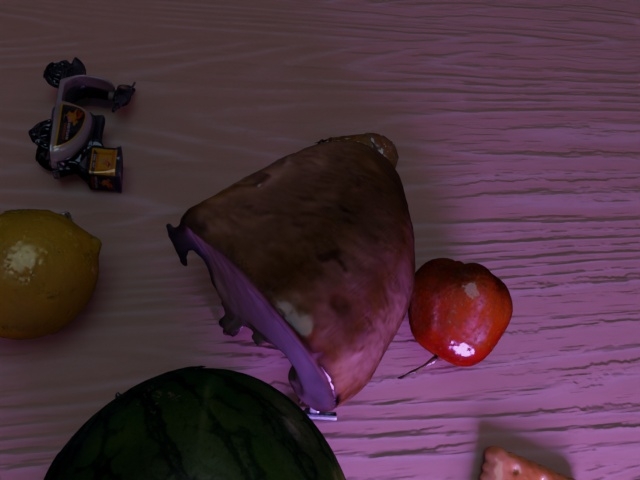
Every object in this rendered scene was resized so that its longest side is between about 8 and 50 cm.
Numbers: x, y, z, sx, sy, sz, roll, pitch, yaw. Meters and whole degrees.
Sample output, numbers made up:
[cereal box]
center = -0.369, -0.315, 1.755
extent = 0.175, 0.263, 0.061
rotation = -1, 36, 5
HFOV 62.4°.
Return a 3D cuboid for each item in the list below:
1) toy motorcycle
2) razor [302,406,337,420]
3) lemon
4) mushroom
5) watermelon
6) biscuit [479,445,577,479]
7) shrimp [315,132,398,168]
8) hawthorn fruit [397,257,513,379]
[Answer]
[toy motorcycle]
center = -0.415, -0.214, 0.931
extent = 0.157, 0.091, 0.263
rotation = 3, 63, -18
[razor]
center = -0.005, 0.176, 0.815
extent = 0.068, 0.037, 0.191
rotation = 6, 61, -5
[lemon]
center = -0.409, 0.049, 0.738
extent = 0.173, 0.173, 0.206
rotation = 35, 73, 10
[mushroom]
center = 0.040, 0.009, 0.784
extent = 0.397, 0.225, 0.313
rotation = -35, 48, -28
[watermelon]
center = -0.124, 0.309, 0.548
extent = 0.362, 0.363, 0.364
rotation = 4, 61, -8
[biscuit]
center = 0.281, 0.431, 0.730
extent = 0.160, 0.030, 0.250
rotation = 23, 60, 3
[shrimp]
center = 0.063, -0.162, 1.019
extent = 0.180, 0.041, 0.099
rotation = 2, 76, -10
[hawthorn fruit]
center = 0.204, 0.133, 0.820
extent = 0.162, 0.163, 0.204
rotation = 18, 74, 0
